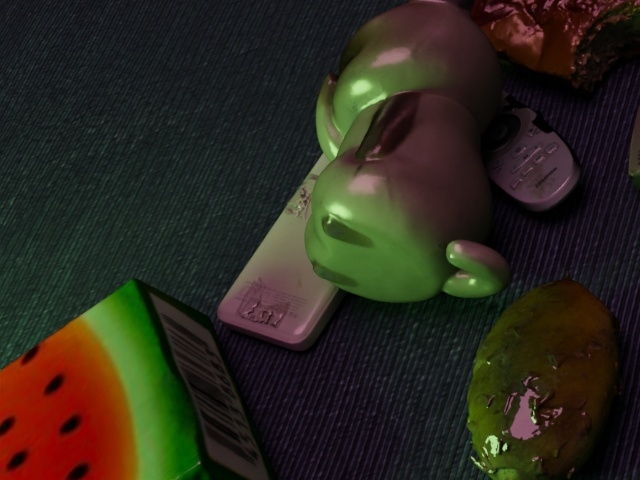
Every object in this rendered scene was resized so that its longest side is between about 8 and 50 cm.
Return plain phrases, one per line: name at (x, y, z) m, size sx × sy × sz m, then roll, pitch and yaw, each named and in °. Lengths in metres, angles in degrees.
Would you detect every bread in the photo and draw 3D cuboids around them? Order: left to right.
bread at (0.277, -0.276, 1.879) m, size 0.380 × 0.109 × 0.185 m, roll 25°, pitch 68°, yaw 43°

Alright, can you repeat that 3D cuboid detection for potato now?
potato at (0.219, 0.134, 1.529) m, size 0.149 × 0.113 × 0.251 m, roll -6°, pitch 51°, yaw 34°

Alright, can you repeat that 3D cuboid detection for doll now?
doll at (0.093, -0.097, 1.735) m, size 0.226 × 0.215 × 0.370 m, roll -2°, pitch 60°, yaw 6°

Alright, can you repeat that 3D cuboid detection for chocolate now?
chocolate at (-0.241, 0.254, 1.681) m, size 0.341 × 0.161 × 0.360 m, roll -34°, pitch 42°, yaw 6°

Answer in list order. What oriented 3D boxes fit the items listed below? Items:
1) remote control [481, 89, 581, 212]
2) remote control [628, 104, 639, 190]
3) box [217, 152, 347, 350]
remote control at (0.224, -0.108, 1.802) m, size 0.097 × 0.045 × 0.256 m, roll -42°, pitch 38°, yaw 7°
remote control at (0.465, -0.127, 1.641) m, size 0.285 × 0.038 × 0.123 m, roll -14°, pitch 42°, yaw 31°
box at (0.000, 0.000, 1.850) m, size 0.142 × 0.044 × 0.285 m, roll 15°, pitch 61°, yaw 39°
